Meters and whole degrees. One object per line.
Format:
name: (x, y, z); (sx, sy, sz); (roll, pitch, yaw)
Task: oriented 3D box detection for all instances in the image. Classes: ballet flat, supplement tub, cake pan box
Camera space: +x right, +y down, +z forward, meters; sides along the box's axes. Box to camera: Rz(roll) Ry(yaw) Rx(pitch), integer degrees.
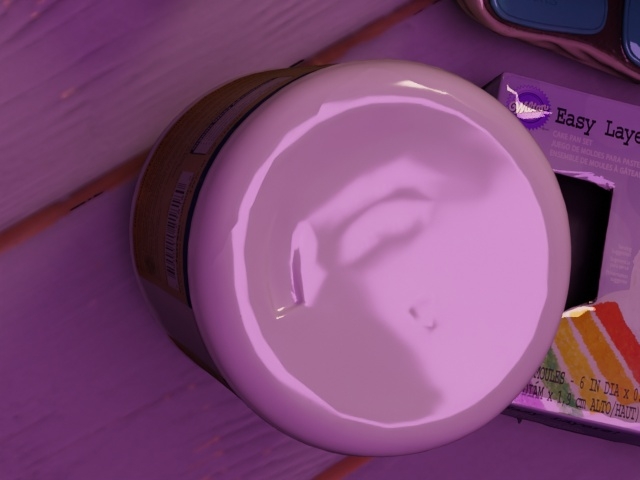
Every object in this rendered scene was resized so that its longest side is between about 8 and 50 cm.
ballet flat: (0.210, -0.168, 1.148); (0.248, 0.086, 0.086); (15, 91, -22)
supplement tub: (0.000, 0.000, 0.975); (0.228, 0.316, 0.228); (-2, 96, -16)
cake pan box: (0.218, 0.021, 1.117); (0.266, 0.070, 0.246); (14, 75, -9)

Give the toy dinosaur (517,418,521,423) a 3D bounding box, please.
toy dinosaur: (0.185, 0.069, 1.174); (0.118, 0.064, 0.268); (-28, 97, -15)
